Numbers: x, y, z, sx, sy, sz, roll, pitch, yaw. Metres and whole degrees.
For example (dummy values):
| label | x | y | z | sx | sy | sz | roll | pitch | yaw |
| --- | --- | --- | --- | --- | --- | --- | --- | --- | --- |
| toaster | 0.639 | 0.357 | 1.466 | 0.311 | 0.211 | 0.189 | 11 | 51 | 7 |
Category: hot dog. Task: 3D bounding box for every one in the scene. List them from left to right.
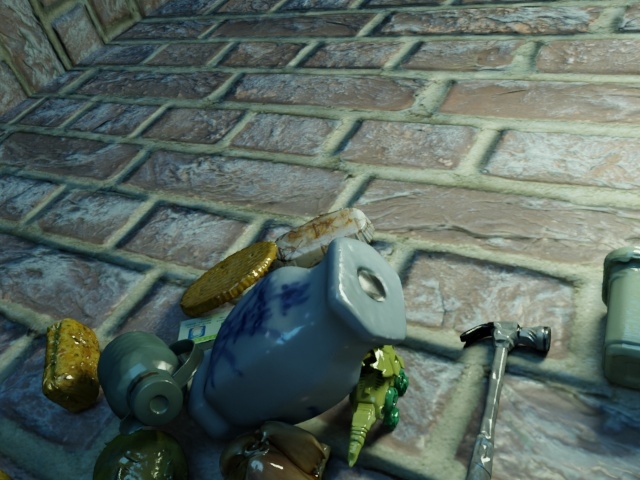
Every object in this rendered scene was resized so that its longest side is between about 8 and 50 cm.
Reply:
| label | x | y | z | sx | sy | sz | roll | pitch | yaw |
| --- | --- | --- | --- | --- | --- | --- | --- | --- | --- |
| hot dog | 0.000 | 0.000 | 1.390 | 0.253 | 0.069 | 0.131 | -22 | 49 | 0 |

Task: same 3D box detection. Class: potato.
| label | x | y | z | sx | sy | sz | roll | pitch | yaw |
| --- | --- | --- | --- | --- | --- | --- | --- | --- | --- |
| potato | -0.295 | 0.418 | 0.958 | 0.169 | 0.143 | 0.248 | -20 | 39 | 21 |

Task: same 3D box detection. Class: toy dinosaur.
| label | x | y | z | sx | sy | sz | roll | pitch | yaw |
| --- | --- | --- | --- | --- | --- | --- | --- | --- | --- |
| toy dinosaur | 0.088 | 0.263 | 0.998 | 0.094 | 0.153 | 0.259 | 0 | 51 | 24 |

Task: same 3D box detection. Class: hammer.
| label | x | y | z | sx | sy | sz | roll | pitch | yaw |
| --- | --- | --- | --- | --- | --- | --- | --- | --- | --- |
| hammer | 0.276 | 0.297 | 0.957 | 0.152 | 0.044 | 0.426 | 1 | 44 | 24 |

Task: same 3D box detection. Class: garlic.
| label | x | y | z | sx | sy | sz | roll | pitch | yaw |
| --- | --- | --- | --- | --- | --- | --- | --- | --- | --- |
| garlic | -0.071 | 0.390 | 0.902 | 0.160 | 0.191 | 0.213 | -29 | 46 | 27 |

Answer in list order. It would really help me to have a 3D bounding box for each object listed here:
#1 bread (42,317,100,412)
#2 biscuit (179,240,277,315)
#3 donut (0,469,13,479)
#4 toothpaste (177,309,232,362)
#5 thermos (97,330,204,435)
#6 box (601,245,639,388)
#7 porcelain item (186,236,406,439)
| label | x | y | z | sx | sy | sz | roll | pitch | yaw |
| --- | --- | --- | --- | --- | --- | --- | --- | --- | --- |
| bread | -0.521 | 0.256 | 1.261 | 0.083 | 0.114 | 0.211 | -36 | 40 | 5 |
| biscuit | -0.202 | 0.083 | 1.327 | 0.254 | 0.035 | 0.254 | -29 | 18 | 10 |
| donut | -0.690 | 0.472 | 1.053 | 0.295 | 0.151 | 0.112 | -26 | 30 | -7 |
| toothpaste | -0.124 | 0.178 | 1.229 | 0.337 | 0.067 | 0.081 | -13 | 39 | 6 |
| thermos | -0.301 | 0.245 | 1.076 | 0.182 | 0.145 | 0.287 | -42 | 18 | -20 |
| box | 0.591 | 0.145 | 0.921 | 0.312 | 0.175 | 0.182 | 9 | 55 | 29 |
| porcelain item | -0.055 | 0.175 | 0.993 | 0.405 | 0.179 | 0.242 | -39 | 30 | 31 |
